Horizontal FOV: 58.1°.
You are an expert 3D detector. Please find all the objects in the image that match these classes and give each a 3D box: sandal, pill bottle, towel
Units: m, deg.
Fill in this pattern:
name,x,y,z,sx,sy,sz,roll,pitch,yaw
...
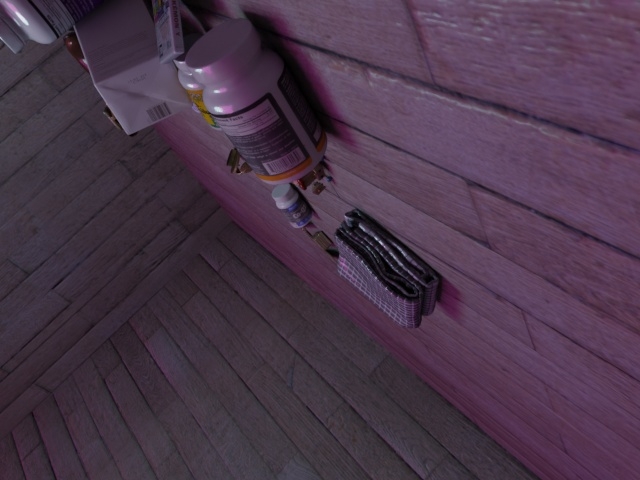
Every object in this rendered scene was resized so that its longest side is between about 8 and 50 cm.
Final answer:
name,x,y,z,sx,sy,sz,roll,pitch,yaw
sandal,-0.259,-0.263,1.934,0.079,0.088,0.240,15,-172,-18
pill bottle,-0.590,-0.561,1.259,0.181,0.323,0.181,44,170,10
pill bottle,-0.112,-0.246,1.048,0.162,0.162,0.278,35,166,46
pill bottle,-0.088,-0.109,1.767,0.078,0.078,0.137,35,166,48
towel,0.151,0.078,1.412,0.283,0.121,0.235,41,169,24
pill bottle,-0.244,-0.353,1.288,0.117,0.117,0.208,39,169,32

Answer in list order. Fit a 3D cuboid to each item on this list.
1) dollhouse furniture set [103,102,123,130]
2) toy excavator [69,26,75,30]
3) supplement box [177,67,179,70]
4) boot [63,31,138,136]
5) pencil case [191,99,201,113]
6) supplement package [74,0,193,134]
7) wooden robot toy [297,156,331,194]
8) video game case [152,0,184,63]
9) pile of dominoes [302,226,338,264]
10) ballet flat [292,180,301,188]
name,x,y,z,sx,sy,sz,roll,pitch,yaw
dollhouse furniture set,-0.632,-0.499,2.080,0.161,0.212,0.242,54,-167,-37
toy excavator,-0.800,-0.803,1.523,0.433,0.445,0.222,1,166,-1
supplement box,-0.532,-0.488,1.707,0.191,0.194,0.129,35,167,47
boot,-0.692,-0.489,1.821,0.264,0.096,0.280,75,173,-72
pencil case,-0.295,-0.387,1.461,0.086,0.088,0.206,25,172,-7
supplement package,-0.450,-0.436,1.371,0.175,0.177,0.293,72,171,-60
wooden robot toy,-0.034,-0.172,1.317,0.079,0.076,0.173,53,174,27
video game case,-0.301,-0.448,1.120,0.201,0.023,0.183,-155,58,-65
pile of dominoes,0.000,0.000,2.048,0.196,0.040,0.251,46,179,-9
ballet flat,-0.093,-0.214,1.441,0.206,0.073,0.067,39,142,19
